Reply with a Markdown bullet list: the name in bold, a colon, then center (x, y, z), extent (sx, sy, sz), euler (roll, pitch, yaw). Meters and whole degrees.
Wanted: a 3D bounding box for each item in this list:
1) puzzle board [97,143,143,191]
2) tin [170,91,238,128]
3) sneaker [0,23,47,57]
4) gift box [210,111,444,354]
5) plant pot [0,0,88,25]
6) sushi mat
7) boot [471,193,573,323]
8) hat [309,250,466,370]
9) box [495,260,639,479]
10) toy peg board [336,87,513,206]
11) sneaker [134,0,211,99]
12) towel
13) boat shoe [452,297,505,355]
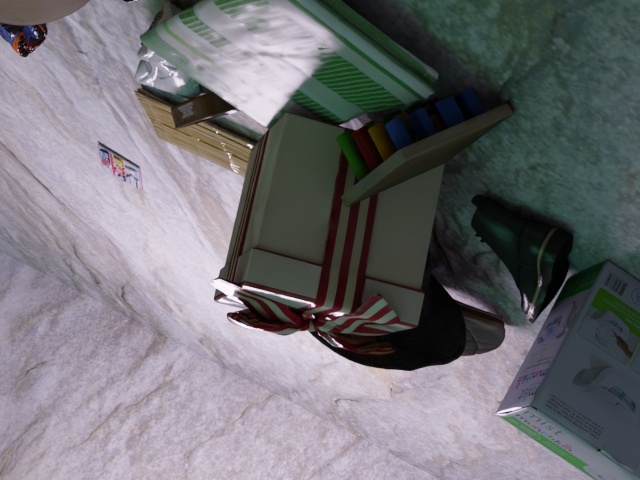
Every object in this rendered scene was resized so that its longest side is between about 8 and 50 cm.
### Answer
- **puzzle board**: center (-0.403, -0.144, 2.248), extent (0.096, 0.011, 0.128), euler (31, 162, 4)
- **tin**: center (-0.143, -0.191, 1.569), extent (0.189, 0.106, 0.040), euler (-5, 107, 60)
- **sneaker**: center (-0.491, -0.363, 1.733), extent (0.087, 0.083, 0.221), euler (36, 160, 7)
- **gift box**: center (0.000, 0.000, 1.428), extent (0.255, 0.258, 0.276), euler (13, 170, -8)
- **plant pot**: center (-0.330, -0.370, 1.149), extent (0.334, 0.334, 0.305), euler (33, 173, -2)
- **sushi mat**: center (-0.154, -0.148, 1.822), extent (0.316, 0.019, 0.151), euler (26, 159, 18)
- **boot**: center (0.263, 0.020, 1.517), extent (0.137, 0.077, 0.198), euler (30, 149, 21)
- **hat**: center (0.094, 0.044, 1.667), extent (0.331, 0.331, 0.134), euler (29, 119, 11)
- **box**: center (0.407, 0.199, 1.466), extent (0.262, 0.231, 0.127), euler (33, 161, -5)
- **toy peg board**: center (0.105, -0.124, 1.285), extent (0.079, 0.161, 0.160), euler (62, 152, 5)
- **sneaker**: center (-0.185, -0.252, 1.533), extent (0.115, 0.090, 0.232), euler (28, 171, -7)
- **towel**: center (-0.043, -0.213, 1.309), extent (0.248, 0.038, 0.325), euler (32, 160, -26)
- **boat shoe**: center (0.148, 0.100, 1.827), extent (0.324, 0.116, 0.123), euler (14, 146, -4)
